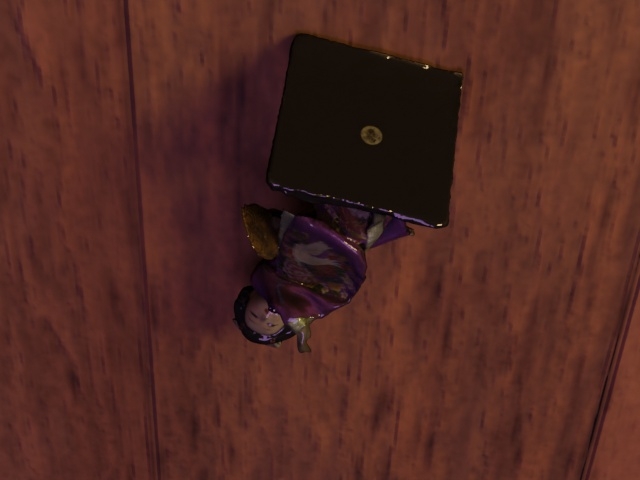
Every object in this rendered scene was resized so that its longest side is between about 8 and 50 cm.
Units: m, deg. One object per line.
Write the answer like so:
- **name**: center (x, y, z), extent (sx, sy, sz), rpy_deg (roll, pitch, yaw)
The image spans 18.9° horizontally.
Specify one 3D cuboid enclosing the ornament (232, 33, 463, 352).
- **ornament**: center (-0.001, 0.006, 0.897), extent (0.088, 0.081, 0.203), rpy_deg (16, 142, -8)
